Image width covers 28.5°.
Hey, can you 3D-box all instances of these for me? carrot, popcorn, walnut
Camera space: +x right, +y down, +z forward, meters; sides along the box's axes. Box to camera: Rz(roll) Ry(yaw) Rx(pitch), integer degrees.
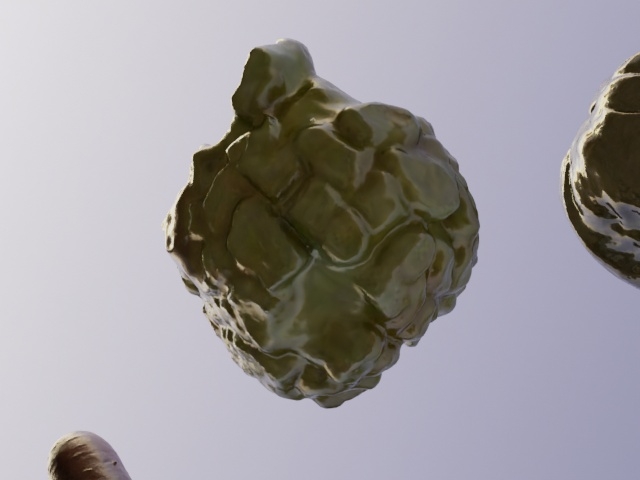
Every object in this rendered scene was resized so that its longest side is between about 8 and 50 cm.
[{"bbox_3d":[-0.176,0.227,1.050,0.067,0.067,0.225,-61,-143,9],"label":"carrot"},{"bbox_3d":[-0.007,-0.010,0.833,0.181,0.216,0.235,-37,180,-24],"label":"popcorn"},{"bbox_3d":[0.391,-0.068,1.310,0.253,0.277,0.282,-53,-177,-26],"label":"walnut"}]
